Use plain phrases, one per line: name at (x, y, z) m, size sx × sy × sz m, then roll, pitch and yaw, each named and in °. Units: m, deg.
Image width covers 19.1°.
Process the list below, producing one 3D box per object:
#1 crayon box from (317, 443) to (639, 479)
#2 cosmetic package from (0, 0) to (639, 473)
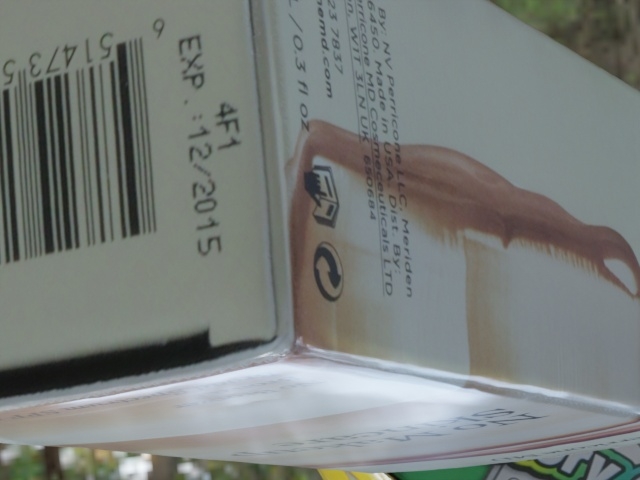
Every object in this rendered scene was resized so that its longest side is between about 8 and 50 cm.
crayon box at (0.161, 0.200, 0.927) m, size 0.363 × 0.313 × 0.106 m, roll 36°, pitch -105°, yaw 32°
cosmetic package at (0.000, 0.000, 0.600) m, size 0.153 × 0.129 × 0.296 m, roll -12°, pitch 166°, yaw 29°
